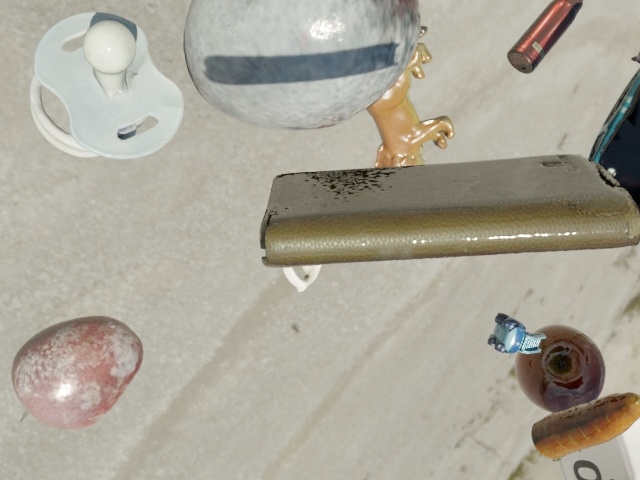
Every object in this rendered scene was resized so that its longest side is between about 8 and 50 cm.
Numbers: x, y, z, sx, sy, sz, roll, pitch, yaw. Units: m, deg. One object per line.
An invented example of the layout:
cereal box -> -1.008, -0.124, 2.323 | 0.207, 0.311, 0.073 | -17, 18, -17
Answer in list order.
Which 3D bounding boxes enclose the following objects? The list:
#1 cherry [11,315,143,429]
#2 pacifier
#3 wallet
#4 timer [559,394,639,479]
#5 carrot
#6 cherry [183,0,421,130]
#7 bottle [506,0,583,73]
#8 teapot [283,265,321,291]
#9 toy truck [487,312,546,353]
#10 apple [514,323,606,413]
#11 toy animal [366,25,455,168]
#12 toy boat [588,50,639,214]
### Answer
cherry -> -0.486, 0.259, 1.555 | 0.285, 0.213, 0.236 | -38, -160, 2
pacifier -> -0.374, -0.287, 1.368 | 0.244, 0.299, 0.233 | -30, 170, -26
wallet -> 0.068, -0.018, 0.461 | 0.110, 0.198, 0.031 | -85, 171, -68
timer -> 0.510, 0.352, 1.243 | 0.194, 0.192, 0.195 | -12, 171, -19
carrot -> 0.271, 0.184, 0.795 | 0.048, 0.048, 0.139 | -47, -179, -36
cherry -> -0.026, -0.239, 0.928 | 0.255, 0.296, 0.218 | 13, 71, -46
bottle -> 0.394, -0.367, 1.384 | 0.164, 0.060, 0.060 | -50, 158, -10
teapot -> 0.000, 0.000, 1.761 | 0.298, 0.204, 0.139 | -30, 103, -47
toy truck -> 0.319, 0.157, 1.270 | 0.073, 0.090, 0.056 | -122, -130, -77
apple -> 0.483, 0.260, 1.602 | 0.181, 0.181, 0.168 | -60, 164, -7
toy animal -> 0.135, -0.198, 1.343 | 0.157, 0.097, 0.312 | -30, 126, -8
toy boat -> 0.450, -0.157, 1.140 | 0.134, 0.092, 0.299 | 40, 77, -28
